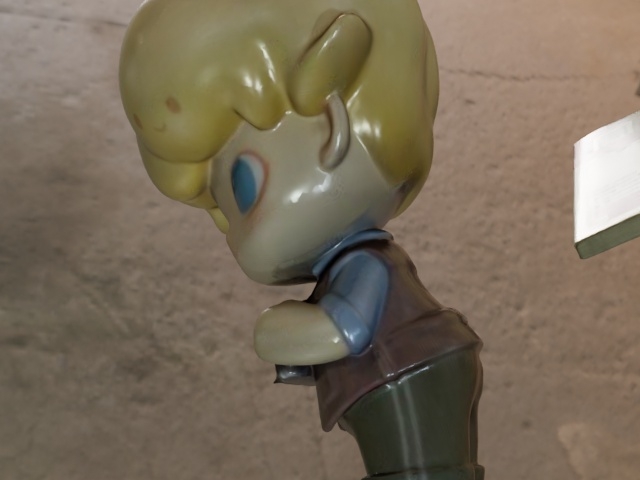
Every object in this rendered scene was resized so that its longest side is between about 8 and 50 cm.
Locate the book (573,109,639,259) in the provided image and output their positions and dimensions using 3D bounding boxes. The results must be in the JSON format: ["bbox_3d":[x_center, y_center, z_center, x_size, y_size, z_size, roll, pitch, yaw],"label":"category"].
[{"bbox_3d":[0.277,-0.069,0.942,0.022,0.162,0.232,57,22,-16],"label":"book"}]

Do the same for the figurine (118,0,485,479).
[{"bbox_3d":[0.000,0.000,0.389,0.108,0.114,0.196,-17,79,15],"label":"figurine"}]
